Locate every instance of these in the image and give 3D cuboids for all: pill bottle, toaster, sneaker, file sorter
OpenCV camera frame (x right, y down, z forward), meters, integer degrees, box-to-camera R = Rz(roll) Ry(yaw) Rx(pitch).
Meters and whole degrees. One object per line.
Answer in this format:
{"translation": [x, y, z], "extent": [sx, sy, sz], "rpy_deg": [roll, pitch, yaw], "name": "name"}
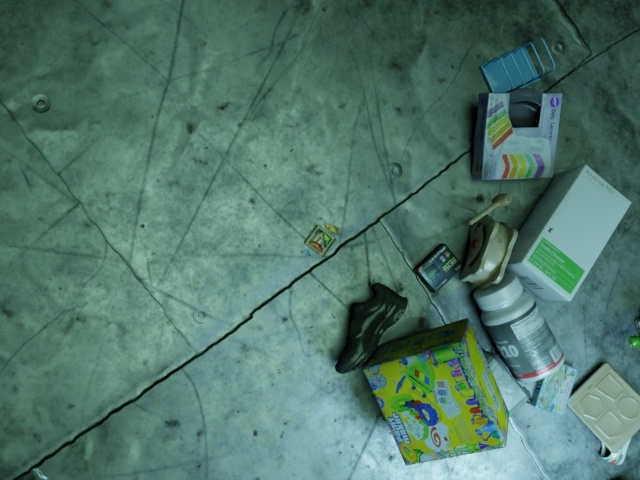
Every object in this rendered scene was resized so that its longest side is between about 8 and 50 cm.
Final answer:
{"translation": [0.573, 0.252, 1.544], "extent": [0.161, 0.161, 0.283], "rpy_deg": [-31, 94, -11], "name": "pill bottle"}
{"translation": [0.498, 0.436, 1.541], "extent": [0.146, 0.129, 0.227], "rpy_deg": [-43, 98, -6], "name": "toaster"}
{"translation": [0.121, 0.246, 1.493], "extent": [0.130, 0.109, 0.286], "rpy_deg": [38, 74, 2], "name": "sneaker"}
{"translation": [0.920, 0.619, 1.654], "extent": [0.075, 0.057, 0.162], "rpy_deg": [16, 88, -16], "name": "sneaker"}
{"translation": [0.602, -0.525, 1.608], "extent": [0.170, 0.104, 0.118], "rpy_deg": [-27, 93, -11], "name": "file sorter"}

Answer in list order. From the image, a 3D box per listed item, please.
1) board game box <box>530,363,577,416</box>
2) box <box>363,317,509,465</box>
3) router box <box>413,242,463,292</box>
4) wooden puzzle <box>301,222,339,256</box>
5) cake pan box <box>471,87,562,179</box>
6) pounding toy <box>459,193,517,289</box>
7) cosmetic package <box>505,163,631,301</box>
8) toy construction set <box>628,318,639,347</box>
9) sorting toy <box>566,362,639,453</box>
{"translation": [0.724, 0.454, 1.636], "extent": [0.103, 0.026, 0.154], "rpy_deg": [22, 84, -10], "name": "board game box"}
{"translation": [0.312, 0.404, 1.413], "extent": [0.279, 0.177, 0.290], "rpy_deg": [-22, 93, 25], "name": "box"}
{"translation": [0.349, 0.082, 1.567], "extent": [0.122, 0.038, 0.092], "rpy_deg": [-42, 97, -10], "name": "router box"}
{"translation": [0.000, 0.000, 1.511], "extent": [0.078, 0.014, 0.116], "rpy_deg": [31, 83, -9], "name": "wooden puzzle"}
{"translation": [0.588, -0.318, 1.582], "extent": [0.245, 0.070, 0.267], "rpy_deg": [-3, 106, -14], "name": "cake pan box"}
{"translation": [0.460, -0.008, 1.534], "extent": [0.154, 0.154, 0.270], "rpy_deg": [22, 85, -10], "name": "pounding toy"}
{"translation": [0.728, -0.020, 1.587], "extent": [0.196, 0.155, 0.366], "rpy_deg": [36, 81, -5], "name": "cosmetic package"}
{"translation": [1.068, 0.310, 1.646], "extent": [0.237, 0.257, 0.309], "rpy_deg": [-19, 115, 6], "name": "toy construction set"}
{"translation": [0.898, 0.520, 1.646], "extent": [0.193, 0.038, 0.208], "rpy_deg": [-39, 79, -10], "name": "sorting toy"}
